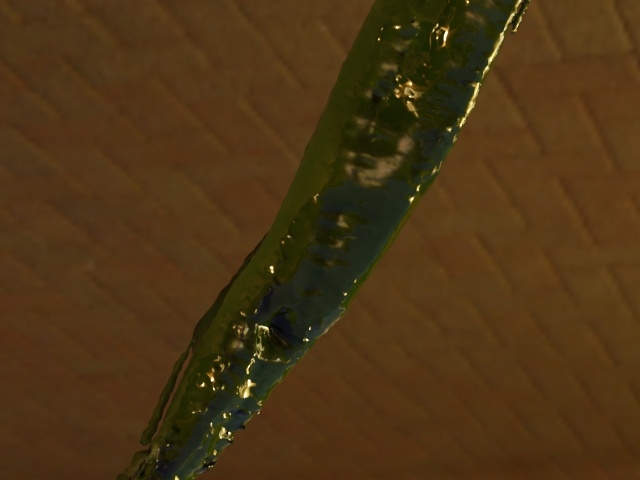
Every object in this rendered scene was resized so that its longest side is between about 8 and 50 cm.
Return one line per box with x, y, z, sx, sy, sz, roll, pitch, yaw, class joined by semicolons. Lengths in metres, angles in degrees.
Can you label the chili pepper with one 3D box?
0.000;0.000;0.844;0.085;0.359;0.076;27;178;39;chili pepper
